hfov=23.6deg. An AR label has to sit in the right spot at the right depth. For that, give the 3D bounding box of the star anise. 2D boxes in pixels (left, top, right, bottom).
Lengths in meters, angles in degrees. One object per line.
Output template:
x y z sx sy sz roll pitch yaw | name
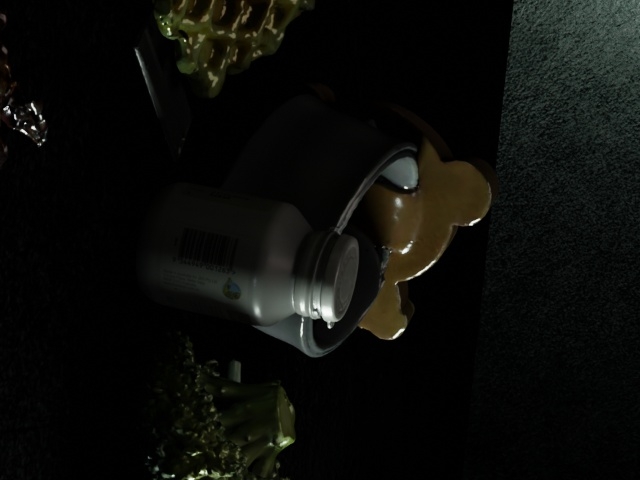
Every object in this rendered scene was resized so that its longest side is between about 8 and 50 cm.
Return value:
-0.260 -0.102 1.146 0.212 0.053 0.157 88 19 -48 | star anise

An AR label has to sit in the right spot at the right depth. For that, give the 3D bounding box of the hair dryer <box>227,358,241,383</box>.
-0.115 0.180 1.934 0.124 0.063 0.038 -94 -174 -63 | hair dryer

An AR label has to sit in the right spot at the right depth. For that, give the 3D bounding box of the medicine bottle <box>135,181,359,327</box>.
-0.074 0.020 1.616 0.135 0.215 0.135 12 90 -76 | medicine bottle

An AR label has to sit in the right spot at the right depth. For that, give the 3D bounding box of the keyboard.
-0.160 -0.159 1.563 0.198 0.010 0.063 77 26 -58 | keyboard

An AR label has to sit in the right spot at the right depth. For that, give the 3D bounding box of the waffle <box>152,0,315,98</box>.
-0.080 -0.315 1.560 0.317 0.073 0.297 -52 147 -29 | waffle

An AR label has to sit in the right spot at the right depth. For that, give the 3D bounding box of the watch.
0.000 0.000 1.854 0.327 0.314 0.335 -35 147 -52 | watch

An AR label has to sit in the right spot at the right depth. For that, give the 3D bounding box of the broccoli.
-0.116 0.216 1.673 0.198 0.176 0.226 13 83 -84 | broccoli
